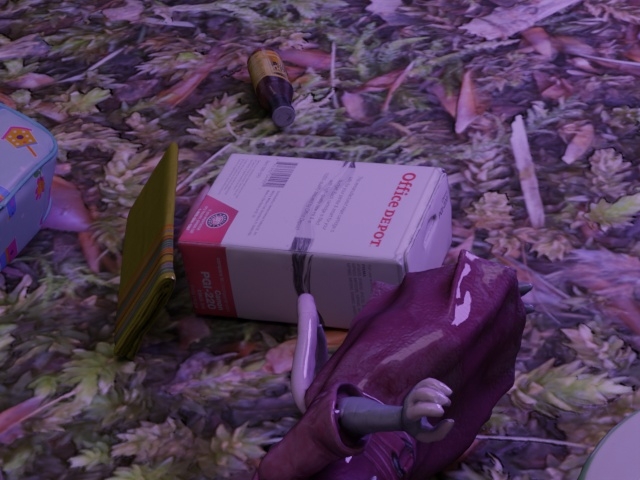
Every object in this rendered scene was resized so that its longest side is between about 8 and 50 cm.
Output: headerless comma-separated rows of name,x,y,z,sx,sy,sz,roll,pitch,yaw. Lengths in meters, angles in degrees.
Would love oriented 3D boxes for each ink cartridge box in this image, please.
ink cartridge box,0.000,0.000,1.800,0.218,0.092,0.158,3,36,19

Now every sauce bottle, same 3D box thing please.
sauce bottle,-0.050,-0.164,2.097,0.042,0.042,0.128,-12,36,-6

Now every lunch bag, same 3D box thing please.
lunch bag,-0.402,-0.043,1.889,0.224,0.108,0.279,23,43,13

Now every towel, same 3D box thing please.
towel,-0.159,0.007,1.828,0.021,0.102,0.237,26,29,-18

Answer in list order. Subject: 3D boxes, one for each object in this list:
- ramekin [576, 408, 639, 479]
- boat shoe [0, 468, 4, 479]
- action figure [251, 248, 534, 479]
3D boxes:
ramekin,0.313,0.231,1.347,0.303,0.148,0.303,-5,34,4
boat shoe,-0.271,0.265,1.439,0.132,0.130,0.355,-20,41,-11
action figure,0.018,0.147,1.446,0.276,0.248,0.370,11,36,27
